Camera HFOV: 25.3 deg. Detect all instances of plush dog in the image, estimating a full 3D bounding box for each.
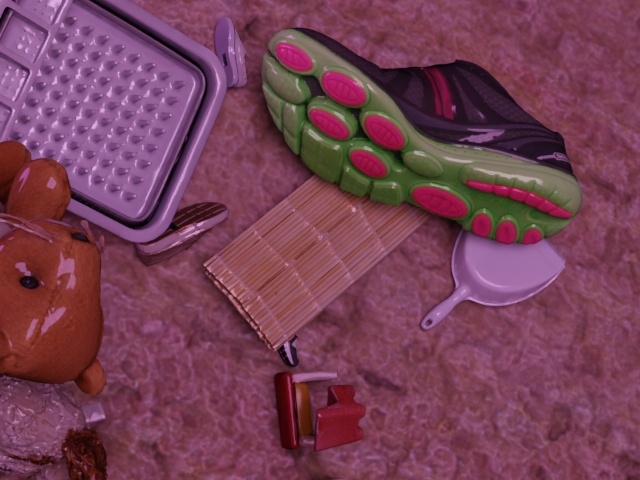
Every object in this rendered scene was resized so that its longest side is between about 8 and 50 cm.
[{"bbox_3d":[-0.350,0.217,1.712,0.262,0.225,0.211,26,76,-11],"label":"plush dog"}]

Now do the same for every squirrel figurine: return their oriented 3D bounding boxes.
[{"bbox_3d":[-0.398,0.079,1.532,0.370,0.281,0.397,33,91,33],"label":"squirrel figurine"}]

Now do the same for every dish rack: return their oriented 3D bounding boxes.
[{"bbox_3d":[-0.305,-0.177,1.833,0.333,0.072,0.285,29,74,-26],"label":"dish rack"}]

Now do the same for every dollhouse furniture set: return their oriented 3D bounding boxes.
[{"bbox_3d":[-0.019,0.351,1.801,0.152,0.201,0.374,-5,84,-17],"label":"dollhouse furniture set"}]

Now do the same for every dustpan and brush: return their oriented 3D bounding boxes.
[{"bbox_3d":[0.221,0.051,1.999,0.211,0.060,0.147,-39,81,-24],"label":"dustpan and brush"}]

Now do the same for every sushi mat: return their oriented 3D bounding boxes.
[{"bbox_3d":[0.000,0.000,1.933,0.316,0.019,0.151,-40,92,-26],"label":"sushi mat"}]

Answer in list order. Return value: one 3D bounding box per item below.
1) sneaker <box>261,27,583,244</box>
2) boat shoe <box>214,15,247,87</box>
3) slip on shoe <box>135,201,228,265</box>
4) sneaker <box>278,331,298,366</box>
[{"bbox_3d":[0.134,-0.157,1.951,0.483,0.185,0.202,26,43,-15],"label":"sneaker"},{"bbox_3d":[-0.119,-0.257,1.955,0.035,0.035,0.100,-1,77,-44],"label":"boat shoe"},{"bbox_3d":[-0.182,-0.008,1.894,0.135,0.051,0.041,-29,130,-26],"label":"slip on shoe"},{"bbox_3d":[-0.042,0.115,1.914,0.043,0.040,0.109,-12,86,-19],"label":"sneaker"}]
